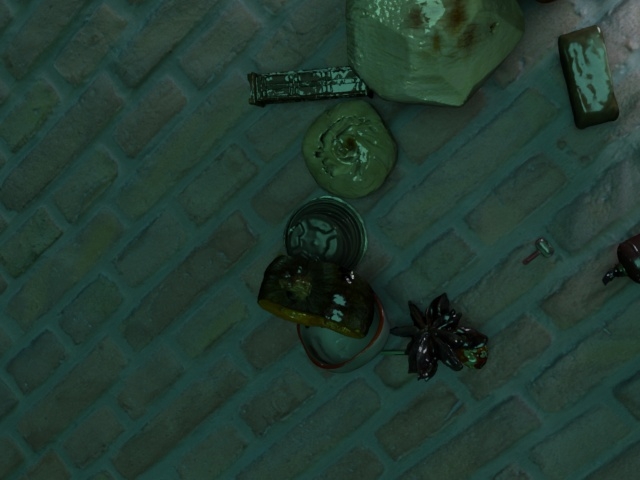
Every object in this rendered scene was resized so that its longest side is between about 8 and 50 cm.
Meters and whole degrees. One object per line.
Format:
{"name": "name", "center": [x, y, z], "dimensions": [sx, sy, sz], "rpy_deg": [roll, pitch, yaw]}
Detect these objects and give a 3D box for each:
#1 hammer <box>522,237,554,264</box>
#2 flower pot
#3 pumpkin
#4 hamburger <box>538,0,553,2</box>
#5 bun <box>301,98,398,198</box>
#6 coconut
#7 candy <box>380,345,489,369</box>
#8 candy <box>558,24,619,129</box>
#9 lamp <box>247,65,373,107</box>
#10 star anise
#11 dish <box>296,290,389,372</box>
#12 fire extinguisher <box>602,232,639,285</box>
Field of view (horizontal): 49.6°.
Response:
{"name": "hammer", "center": [0.548, 0.034, 1.757], "dimensions": [0.083, 0.031, 0.052], "rpy_deg": [-42, 81, 24]}
{"name": "flower pot", "center": [0.000, 0.000, 1.832], "dimensions": [0.235, 0.140, 0.235], "rpy_deg": [1, 93, 15]}
{"name": "pumpkin", "center": [-0.017, 0.134, 1.708], "dimensions": [0.317, 0.222, 0.139], "rpy_deg": [13, 68, 37]}
{"name": "hamburger", "center": [0.549, -0.709, 1.501], "dimensions": [0.277, 0.396, 0.396], "rpy_deg": [42, 103, -3]}
{"name": "bun", "center": [0.070, -0.232, 1.790], "dimensions": [0.259, 0.152, 0.259], "rpy_deg": [1, 95, 11]}
{"name": "coconut", "center": [0.264, -0.502, 1.599], "dimensions": [0.415, 0.415, 0.344], "rpy_deg": [1, 53, 14]}
{"name": "candy", "center": [0.297, 0.299, 1.824], "dimensions": [0.287, 0.078, 0.084], "rpy_deg": [-5, 99, 21]}
{"name": "candy", "center": [0.643, -0.391, 1.658], "dimensions": [0.104, 0.102, 0.234], "rpy_deg": [-14, 89, 15]}
{"name": "lamp", "center": [-0.026, -0.410, 1.829], "dimensions": [0.325, 0.090, 0.089], "rpy_deg": [-2, 95, 15]}
{"name": "star anise", "center": [0.284, 0.247, 1.748], "dimensions": [0.212, 0.129, 0.283], "rpy_deg": [-40, 42, -1]}
{"name": "dish", "center": [0.073, 0.232, 1.817], "dimensions": [0.256, 0.117, 0.256], "rpy_deg": [-15, 56, 23]}
{"name": "fire extinguisher", "center": [0.819, 0.014, 1.632], "dimensions": [0.337, 0.135, 0.114], "rpy_deg": [-31, 82, 15]}
